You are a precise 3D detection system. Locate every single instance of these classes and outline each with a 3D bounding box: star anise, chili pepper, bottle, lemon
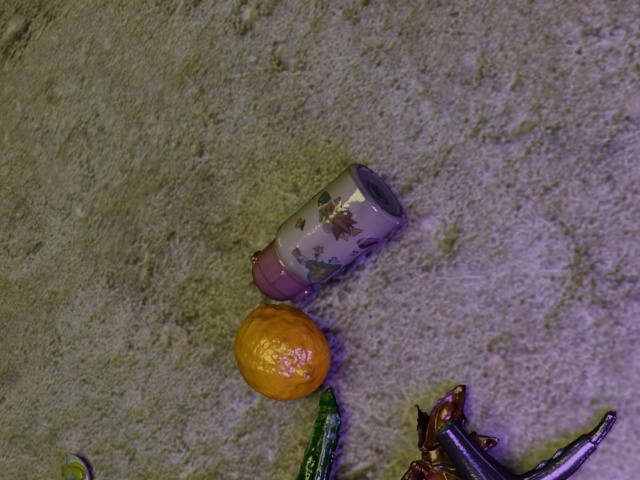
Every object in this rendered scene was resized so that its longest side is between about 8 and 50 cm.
[{"bbox_3d":[0.181,0.305,1.182,0.157,0.053,0.212,14,86,37],"label":"star anise"},{"bbox_3d":[-0.006,0.333,1.307,0.088,0.059,0.227,-1,75,48],"label":"chili pepper"},{"bbox_3d":[0.000,0.000,1.343,0.253,0.120,0.120,-40,59,23],"label":"bottle"},{"bbox_3d":[-0.064,0.169,1.332,0.142,0.142,0.187,-58,42,10],"label":"lemon"}]

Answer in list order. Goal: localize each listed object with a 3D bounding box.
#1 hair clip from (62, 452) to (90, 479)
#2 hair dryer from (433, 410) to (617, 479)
[{"bbox_3d":[-0.459,0.493,1.601,0.060,0.033,0.188,-3,75,33],"label":"hair clip"},{"bbox_3d":[0.279,0.271,1.102,0.219,0.075,0.195,-36,89,3],"label":"hair dryer"}]
